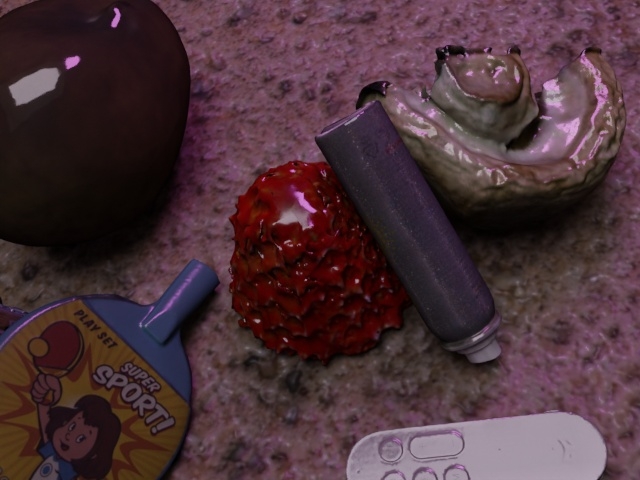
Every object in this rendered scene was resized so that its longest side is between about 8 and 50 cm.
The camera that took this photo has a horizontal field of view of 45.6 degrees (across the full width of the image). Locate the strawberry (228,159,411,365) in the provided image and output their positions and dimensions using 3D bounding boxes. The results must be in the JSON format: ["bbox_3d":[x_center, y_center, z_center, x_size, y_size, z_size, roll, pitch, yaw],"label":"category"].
[{"bbox_3d":[0.000,0.000,0.801,0.234,0.178,0.234,-3,65,7],"label":"strawberry"}]

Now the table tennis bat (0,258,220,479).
[{"bbox_3d":[-0.214,0.139,0.786,0.215,0.044,0.329,48,52,-12],"label":"table tennis bat"}]

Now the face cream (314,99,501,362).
[{"bbox_3d":[0.096,0.000,0.746,0.073,0.073,0.283,-33,101,-6],"label":"face cream"}]

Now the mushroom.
[{"bbox_3d":[0.177,-0.092,0.808,0.267,0.189,0.164,-4,71,-15],"label":"mushroom"}]

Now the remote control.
[{"bbox_3d":[0.146,0.211,0.728,0.245,0.022,0.077,-9,61,10],"label":"remote control"}]

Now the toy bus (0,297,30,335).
[{"bbox_3d":[-0.379,0.113,0.765,0.139,0.289,0.157,12,76,21],"label":"toy bus"}]

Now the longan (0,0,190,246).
[{"bbox_3d":[-0.297,-0.153,0.912,0.288,0.288,0.350,10,52,19],"label":"longan"}]
